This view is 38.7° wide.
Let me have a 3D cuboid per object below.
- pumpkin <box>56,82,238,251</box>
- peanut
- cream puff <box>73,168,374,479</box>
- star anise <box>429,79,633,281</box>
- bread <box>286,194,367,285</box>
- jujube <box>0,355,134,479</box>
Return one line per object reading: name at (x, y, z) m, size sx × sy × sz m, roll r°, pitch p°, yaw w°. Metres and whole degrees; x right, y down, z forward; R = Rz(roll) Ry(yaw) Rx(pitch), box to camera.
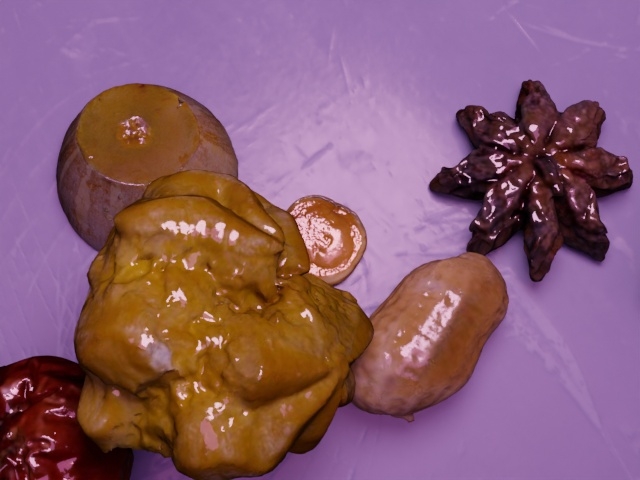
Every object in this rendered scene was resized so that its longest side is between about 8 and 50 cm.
pumpkin at (-0.206, -0.088, 1.041) m, size 0.218 × 0.110 × 0.217 m, roll 0°, pitch 77°, yaw 1°
peanut at (0.121, 0.105, 1.008) m, size 0.129 × 0.129 × 0.224 m, roll 40°, pitch 83°, yaw 4°
cream puff at (-0.084, 0.066, 0.903) m, size 0.270 × 0.323 × 0.274 m, roll -1°, pitch 100°, yaw 7°
star anise at (0.253, -0.074, 1.045) m, size 0.223 × 0.109 × 0.235 m, roll -24°, pitch 82°, yaw -8°
bread at (0.000, 0.000, 1.069) m, size 0.110 × 0.024 × 0.110 m, roll 0°, pitch 83°, yaw 0°
jujube at (-0.311, 0.237, 0.937) m, size 0.232 × 0.213 × 0.212 m, roll -26°, pitch 84°, yaw -9°
